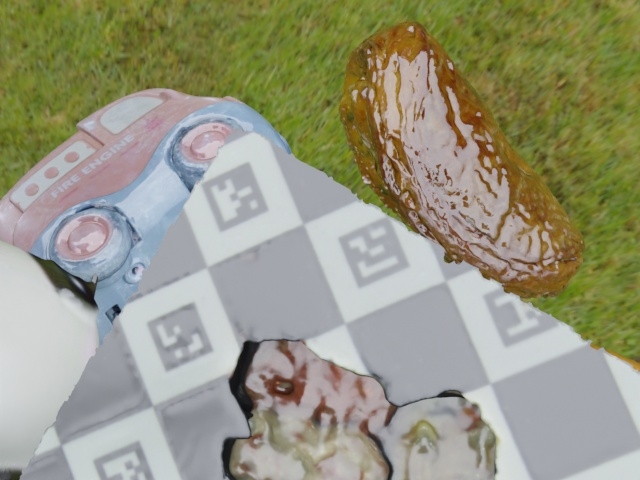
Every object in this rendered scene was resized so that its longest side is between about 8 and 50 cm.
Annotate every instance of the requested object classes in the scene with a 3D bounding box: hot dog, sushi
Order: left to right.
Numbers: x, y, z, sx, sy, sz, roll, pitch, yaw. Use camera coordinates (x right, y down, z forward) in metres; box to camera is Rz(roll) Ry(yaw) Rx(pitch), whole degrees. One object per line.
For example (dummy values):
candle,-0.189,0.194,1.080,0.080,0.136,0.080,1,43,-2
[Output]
sushi,0.005,0.100,0.501,0.231,0.047,0.220,33,95,11
hot dog,0.157,-0.076,1.354,0.174,0.267,0.387,-38,102,4

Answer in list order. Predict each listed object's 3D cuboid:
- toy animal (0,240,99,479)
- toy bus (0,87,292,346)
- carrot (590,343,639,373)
toy animal,-0.259,0.146,0.742,0.250,0.251,0.310,15,68,-6
toy bus,-0.178,-0.025,1.082,0.294,0.197,0.232,-41,52,-16
carrot,0.214,0.151,0.938,0.225,0.159,0.159,34,75,-33
